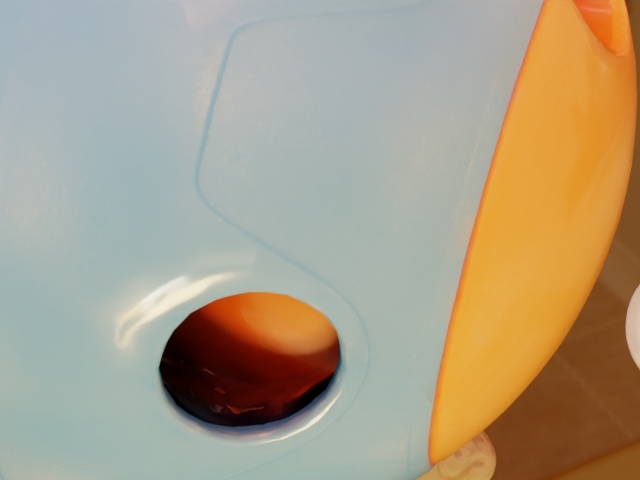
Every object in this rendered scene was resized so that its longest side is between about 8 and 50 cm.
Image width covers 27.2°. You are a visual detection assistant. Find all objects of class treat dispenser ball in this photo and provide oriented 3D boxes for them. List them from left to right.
[{"bbox_3d":[-0.040,-0.045,0.449,0.288,0.288,0.288,159,-90,-79],"label":"treat dispenser ball"}]

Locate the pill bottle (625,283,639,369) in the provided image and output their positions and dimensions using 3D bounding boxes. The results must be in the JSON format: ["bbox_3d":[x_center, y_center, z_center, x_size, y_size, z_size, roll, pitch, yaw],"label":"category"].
[{"bbox_3d":[0.295,0.063,0.942,0.078,0.137,0.078,-177,-90,-67],"label":"pill bottle"}]

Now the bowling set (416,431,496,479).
[{"bbox_3d":[0.000,0.000,0.735,0.200,0.154,0.287,4,-94,51],"label":"bowling set"}]
